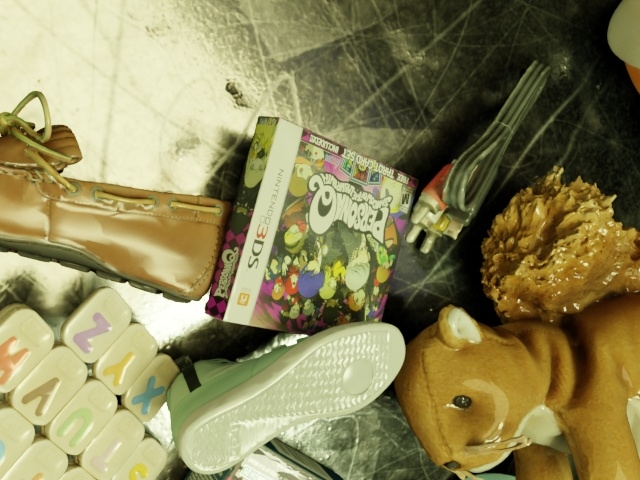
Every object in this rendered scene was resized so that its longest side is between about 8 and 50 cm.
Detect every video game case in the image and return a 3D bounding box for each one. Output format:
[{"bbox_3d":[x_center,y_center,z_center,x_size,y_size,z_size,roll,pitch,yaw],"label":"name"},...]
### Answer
[{"bbox_3d":[0.000,0.000,0.791,0.232,0.041,0.210,18,87,-44],"label":"video game case"}]

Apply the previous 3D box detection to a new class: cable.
[{"bbox_3d":[0.188,-0.119,0.862,0.072,0.139,0.287,25,77,19],"label":"cable"}]

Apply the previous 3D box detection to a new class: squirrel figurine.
[{"bbox_3d":[0.272,0.128,0.865,0.370,0.281,0.397,10,68,-7],"label":"squirrel figurine"}]

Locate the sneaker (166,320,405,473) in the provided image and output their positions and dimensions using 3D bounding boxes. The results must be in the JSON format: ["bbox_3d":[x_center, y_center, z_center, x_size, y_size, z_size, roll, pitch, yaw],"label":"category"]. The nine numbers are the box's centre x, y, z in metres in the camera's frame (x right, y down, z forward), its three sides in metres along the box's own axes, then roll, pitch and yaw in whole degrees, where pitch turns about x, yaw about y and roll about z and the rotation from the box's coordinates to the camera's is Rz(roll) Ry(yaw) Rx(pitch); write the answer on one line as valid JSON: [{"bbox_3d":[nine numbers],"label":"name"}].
[{"bbox_3d":[-0.046,0.136,0.768,0.255,0.151,0.094,-22,109,-19],"label":"sneaker"}]

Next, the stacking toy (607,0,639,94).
[{"bbox_3d":[0.583,-0.119,0.960,0.350,0.350,0.480,-30,124,-16],"label":"stacking toy"}]

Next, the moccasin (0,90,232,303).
[{"bbox_3d":[-0.260,-0.055,0.676,0.380,0.139,0.147,19,87,-22],"label":"moccasin"}]

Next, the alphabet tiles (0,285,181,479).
[{"bbox_3d":[-0.251,0.193,0.684,0.278,0.021,0.284,-51,138,-26],"label":"alphabet tiles"}]

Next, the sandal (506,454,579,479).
[{"bbox_3d":[0.360,0.478,0.981,0.167,0.107,0.446,-16,100,-19],"label":"sandal"}]

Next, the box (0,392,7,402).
[{"bbox_3d":[-0.332,0.145,0.686,0.087,0.101,0.102,16,91,-22],"label":"box"}]

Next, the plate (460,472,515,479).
[{"bbox_3d":[0.223,0.393,0.916,0.188,0.024,0.188,0,89,10],"label":"plate"}]

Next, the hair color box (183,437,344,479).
[{"bbox_3d":[-0.117,0.388,0.790,0.174,0.105,0.347,35,83,-20],"label":"hair color box"}]
